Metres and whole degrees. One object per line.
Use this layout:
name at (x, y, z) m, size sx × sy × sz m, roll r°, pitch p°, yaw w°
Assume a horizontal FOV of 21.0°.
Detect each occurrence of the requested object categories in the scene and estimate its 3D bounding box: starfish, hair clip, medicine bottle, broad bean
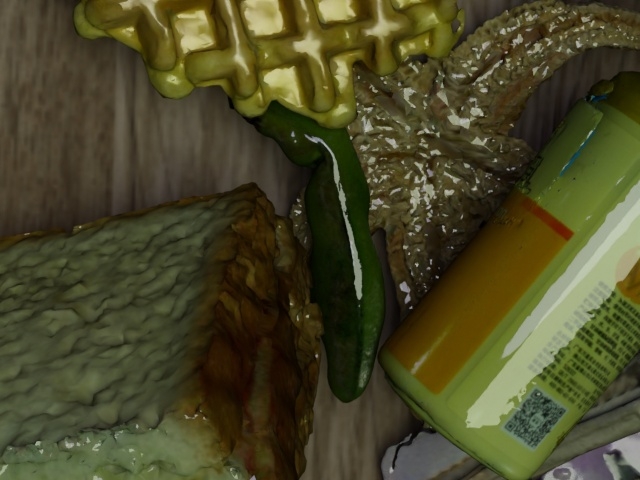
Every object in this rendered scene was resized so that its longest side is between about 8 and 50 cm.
starfish at (0.075, -0.031, 1.053) m, size 0.299 × 0.060 × 0.302 m, roll 27°, pitch 99°, yaw -15°
hair clip at (0.144, 0.129, 1.071) m, size 0.292 × 0.084 × 0.106 m, roll -32°, pitch 110°, yaw 16°
medicine bottle at (0.145, 0.015, 0.983) m, size 0.124 × 0.124 × 0.239 m, roll 37°, pitch 93°, yaw -19°
broad bean at (0.006, -0.005, 0.999) m, size 0.061 × 0.046 × 0.195 m, roll -17°, pitch 98°, yaw 23°

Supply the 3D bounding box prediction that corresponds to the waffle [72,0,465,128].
waffle at (-0.039, -0.216, 0.952) m, size 0.309 × 0.065 × 0.283 m, roll 32°, pitch 82°, yaw -7°

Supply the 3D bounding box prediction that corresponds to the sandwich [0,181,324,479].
sandwich at (-0.165, 0.099, 0.884) m, size 0.325 × 0.262 × 0.131 m, roll -13°, pitch 115°, yaw 8°
